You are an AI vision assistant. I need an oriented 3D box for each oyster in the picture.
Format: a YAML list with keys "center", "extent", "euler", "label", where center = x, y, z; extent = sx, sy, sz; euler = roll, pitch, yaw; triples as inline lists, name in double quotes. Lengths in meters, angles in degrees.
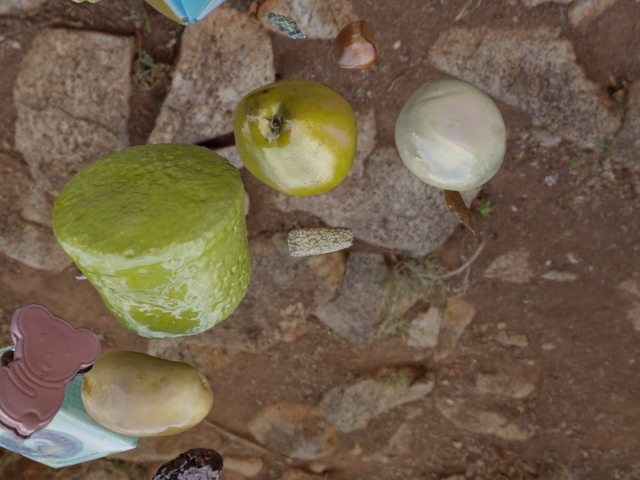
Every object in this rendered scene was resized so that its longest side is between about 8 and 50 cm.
- center: [-0.094, -0.603, 1.795]
  extent: [0.098, 0.037, 0.100]
  euler: [23, 177, 31]
  label: "oyster"

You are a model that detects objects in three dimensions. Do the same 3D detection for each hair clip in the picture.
- center: [-0.340, 0.157, 0.770]
  extent: [0.123, 0.102, 0.138]
  euler: [43, -173, -28]
  label: "hair clip"

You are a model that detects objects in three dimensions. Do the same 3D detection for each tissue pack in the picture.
- center: [-0.674, 0.415, 1.571]
  extent: [0.288, 0.162, 0.388]
  euler: [-20, 137, 20]
  label: "tissue pack"

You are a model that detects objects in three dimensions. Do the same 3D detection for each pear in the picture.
- center: [-0.065, -0.231, 1.449]
  extent: [0.285, 0.284, 0.336]
  euler: [1, -171, 38]
  label: "pear"

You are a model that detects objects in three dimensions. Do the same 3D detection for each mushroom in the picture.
- center: [0.264, -0.217, 1.354]
  extent: [0.246, 0.246, 0.202]
  euler: [30, 155, -20]
  label: "mushroom"

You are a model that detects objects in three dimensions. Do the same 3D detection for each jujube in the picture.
- center: [-0.249, 0.451, 1.210]
  extent: [0.166, 0.104, 0.104]
  euler: [-34, 132, 15]
  label: "jujube"

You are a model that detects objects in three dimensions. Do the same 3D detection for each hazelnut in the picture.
- center: [0.108, -0.606, 1.993]
  extent: [0.150, 0.150, 0.150]
  euler: [17, 156, 8]
  label: "hazelnut"

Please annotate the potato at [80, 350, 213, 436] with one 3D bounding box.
- center: [-0.303, 0.272, 1.115]
  extent: [0.234, 0.146, 0.150]
  euler: [8, 170, 13]
  label: "potato"

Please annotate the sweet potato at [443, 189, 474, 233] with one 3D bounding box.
- center: [0.420, -0.091, 1.915]
  extent: [0.057, 0.194, 0.056]
  euler: [-16, 142, -13]
  label: "sweet potato"

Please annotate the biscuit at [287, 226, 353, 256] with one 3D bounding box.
- center: [0.000, 0.000, 1.606]
  extent: [0.169, 0.070, 0.082]
  euler: [-5, 179, -18]
  label: "biscuit"

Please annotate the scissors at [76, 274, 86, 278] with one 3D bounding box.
- center: [-0.611, 0.095, 1.867]
  extent: [0.212, 0.021, 0.110]
  euler: [-10, 131, -2]
  label: "scissors"

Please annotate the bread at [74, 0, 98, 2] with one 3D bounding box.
- center: [-0.552, -0.616, 1.375]
  extent: [0.171, 0.197, 0.197]
  euler: [15, 156, 32]
  label: "bread"

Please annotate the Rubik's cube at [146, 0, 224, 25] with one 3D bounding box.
- center: [-0.361, -0.796, 1.588]
  extent: [0.352, 0.351, 0.347]
  euler: [44, 174, 44]
  label: "Rubik's cube"

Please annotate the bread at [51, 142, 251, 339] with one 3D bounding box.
- center: [-0.294, 0.002, 1.214]
  extent: [0.348, 0.348, 0.307]
  euler: [10, 134, 23]
  label: "bread"
